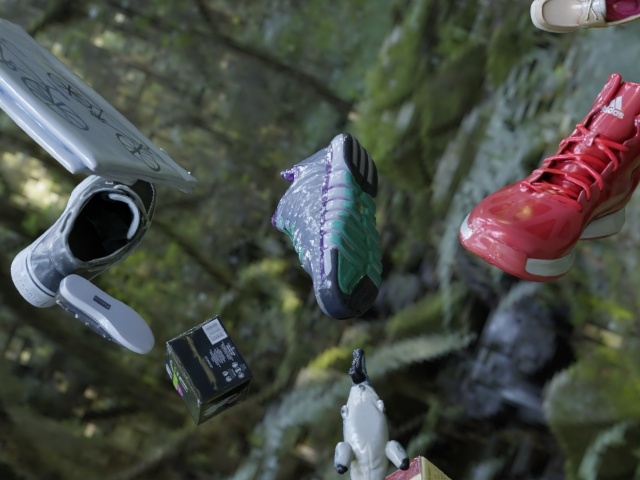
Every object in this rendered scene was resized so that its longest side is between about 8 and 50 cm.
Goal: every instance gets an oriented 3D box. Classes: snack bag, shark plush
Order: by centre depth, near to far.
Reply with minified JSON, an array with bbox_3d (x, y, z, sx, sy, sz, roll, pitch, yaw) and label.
[{"bbox_3d":[0.036,0.188,1.678,0.067,0.073,0.161,91,163,-62],"label":"shark plush"},{"bbox_3d":[-0.307,-0.164,1.842,0.037,0.323,0.342,-51,-11,7],"label":"snack bag"}]

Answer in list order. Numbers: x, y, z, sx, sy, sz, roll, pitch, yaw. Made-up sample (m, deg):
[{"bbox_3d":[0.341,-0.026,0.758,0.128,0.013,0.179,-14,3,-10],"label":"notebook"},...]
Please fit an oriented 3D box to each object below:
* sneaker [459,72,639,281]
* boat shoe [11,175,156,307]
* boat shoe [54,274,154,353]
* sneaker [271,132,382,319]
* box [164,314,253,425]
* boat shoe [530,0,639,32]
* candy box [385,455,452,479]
[{"bbox_3d":[0.177,-0.056,1.174,0.221,0.087,0.128,-30,-35,-60],"label":"sneaker"},{"bbox_3d":[-0.284,-0.017,2.231,0.119,0.121,0.335,-27,16,30],"label":"boat shoe"},{"bbox_3d":[-0.272,0.097,2.091,0.040,0.142,0.049,-46,8,43],"label":"boat shoe"},{"bbox_3d":[0.000,0.000,1.554,0.098,0.083,0.224,-23,36,24],"label":"sneaker"},{"bbox_3d":[-0.095,0.111,1.402,0.052,0.062,0.083,-27,-15,-15],"label":"box"},{"bbox_3d":[0.362,-0.311,2.194,0.059,0.170,0.063,180,81,-72],"label":"boat shoe"},{"bbox_3d":[0.146,0.390,1.847,0.183,0.316,0.087,-35,31,26],"label":"candy box"}]
